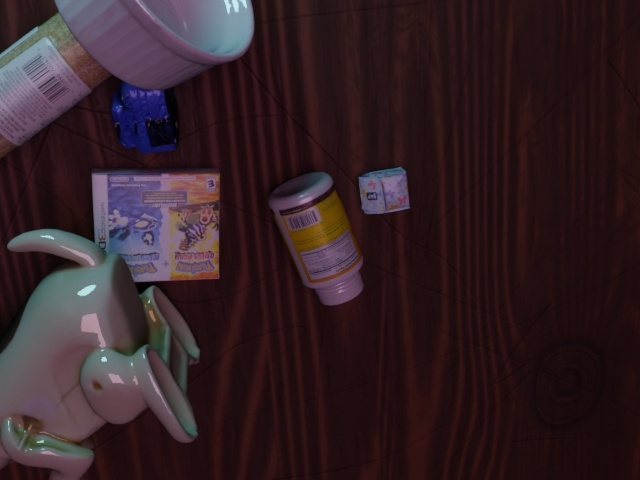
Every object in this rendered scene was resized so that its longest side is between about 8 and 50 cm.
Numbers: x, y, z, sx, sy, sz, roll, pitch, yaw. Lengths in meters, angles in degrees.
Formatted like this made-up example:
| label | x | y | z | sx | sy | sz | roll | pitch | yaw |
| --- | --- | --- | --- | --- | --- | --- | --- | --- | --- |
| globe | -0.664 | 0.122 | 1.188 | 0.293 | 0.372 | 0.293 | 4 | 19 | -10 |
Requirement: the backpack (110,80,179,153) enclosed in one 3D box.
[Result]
| label | x | y | z | sx | sy | sz | roll | pitch | yaw |
| --- | --- | --- | --- | --- | --- | --- | --- | --- | --- |
| backpack | -0.267 | -0.203 | 1.111 | 0.101 | 0.098 | 0.120 | -11 | 129 | -13 |

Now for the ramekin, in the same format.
| label | x | y | z | sx | sy | sz | roll | pitch | yaw |
| --- | --- | --- | --- | --- | --- | --- | --- | --- | --- |
| ramekin | -0.231 | -0.343 | 1.002 | 0.135 | 0.277 | 0.277 | -24 | 116 | 31 |

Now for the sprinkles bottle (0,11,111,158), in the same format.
| label | x | y | z | sx | sy | sz | roll | pitch | yaw |
| --- | --- | --- | --- | --- | --- | --- | --- | --- | --- |
| sprinkles bottle | -0.440 | -0.211 | 1.066 | 0.355 | 0.121 | 0.121 | -37 | 112 | -2 |

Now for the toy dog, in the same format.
| label | x | y | z | sx | sy | sz | roll | pitch | yaw |
| --- | --- | --- | --- | --- | --- | --- | --- | --- | --- |
| toy dog | -0.434 | 0.216 | 1.108 | 0.408 | 0.284 | 0.395 | -27 | 125 | 3 |

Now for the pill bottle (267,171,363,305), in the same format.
| label | x | y | z | sx | sy | sz | roll | pitch | yaw |
| --- | --- | --- | --- | --- | --- | --- | --- | --- | --- |
| pill bottle | 0.000 | 0.000 | 1.250 | 0.117 | 0.117 | 0.215 | -25 | 112 | -6 |

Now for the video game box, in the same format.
| label | x | y | z | sx | sy | sz | roll | pitch | yaw |
| --- | --- | --- | --- | --- | --- | --- | --- | --- | --- |
| video game box | -0.270 | -0.025 | 1.210 | 0.205 | 0.048 | 0.187 | -2 | 110 | -14 |

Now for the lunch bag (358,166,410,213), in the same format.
| label | x | y | z | sx | sy | sz | roll | pitch | yaw |
| --- | --- | --- | --- | --- | --- | --- | --- | --- | --- |
| lunch bag | 0.111 | -0.085 | 1.289 | 0.083 | 0.053 | 0.071 | -8 | 108 | -3 |
